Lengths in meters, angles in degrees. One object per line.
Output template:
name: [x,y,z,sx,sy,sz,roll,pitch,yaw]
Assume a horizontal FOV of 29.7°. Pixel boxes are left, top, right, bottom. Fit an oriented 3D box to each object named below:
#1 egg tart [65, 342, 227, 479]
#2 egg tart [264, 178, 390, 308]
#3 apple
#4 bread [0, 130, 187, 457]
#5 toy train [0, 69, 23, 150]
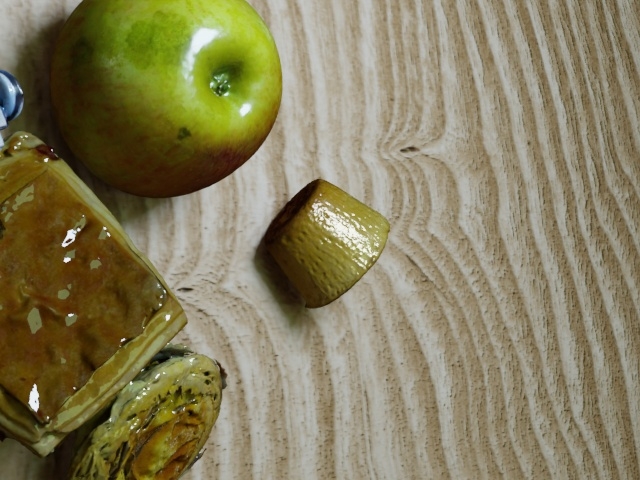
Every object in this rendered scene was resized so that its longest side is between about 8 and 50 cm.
egg tart: [-0.260,0.264,1.707,0.297,0.132,0.297,-34,143,-31]
egg tart: [0.000,0.000,1.993,0.147,0.202,0.202,40,57,-14]
apple: [-0.216,-0.228,1.751,0.339,0.339,0.339,9,76,-41]
bread: [-0.387,0.078,1.599,0.370,0.191,0.314,43,69,8]
toy train: [-0.516,-0.233,1.551,0.131,0.202,0.299,-31,103,-58]
